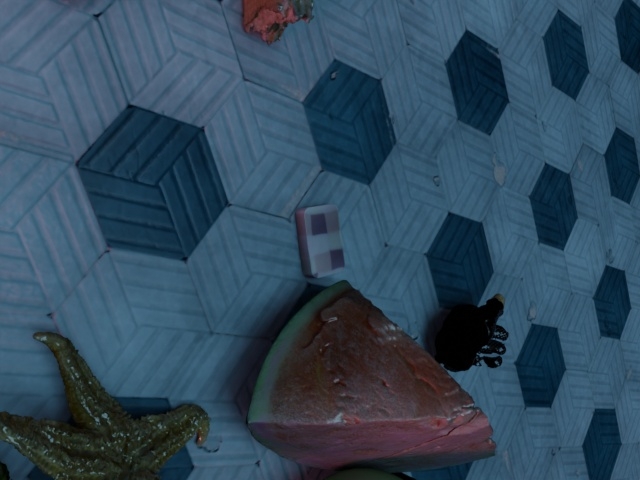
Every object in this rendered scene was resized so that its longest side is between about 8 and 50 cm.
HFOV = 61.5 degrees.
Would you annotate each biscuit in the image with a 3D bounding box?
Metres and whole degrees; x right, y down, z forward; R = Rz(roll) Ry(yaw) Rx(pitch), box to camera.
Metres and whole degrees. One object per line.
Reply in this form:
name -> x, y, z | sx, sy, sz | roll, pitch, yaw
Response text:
biscuit -> -0.056, -0.391, 0.708 | 0.062, 0.108, 0.238 | -2, 91, -34

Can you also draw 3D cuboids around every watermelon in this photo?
watermelon -> 0.081, 0.195, 0.772 | 0.292, 0.320, 0.222 | 74, 11, -57

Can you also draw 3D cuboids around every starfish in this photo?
starfish -> -0.227, 0.240, 0.558 | 0.302, 0.060, 0.299 | 54, 23, -16

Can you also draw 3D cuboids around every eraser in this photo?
eraser -> 0.000, 0.000, 0.802 | 0.065, 0.026, 0.105 | -13, 97, -38

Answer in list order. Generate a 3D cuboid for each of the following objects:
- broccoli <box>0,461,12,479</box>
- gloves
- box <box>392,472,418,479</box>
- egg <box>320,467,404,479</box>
broccoli -> -0.367, 0.279, 0.387 | 0.321, 0.284, 0.303 | 48, 52, -46
gloves -> 0.277, 0.162, 0.974 | 0.181, 0.107, 0.128 | -5, 95, -64
box -> 0.128, 0.396, 0.863 | 0.083, 0.079, 0.035 | 24, 75, -34
egg -> 0.038, 0.436, 0.711 | 0.270, 0.220, 0.220 | -41, 113, -18
